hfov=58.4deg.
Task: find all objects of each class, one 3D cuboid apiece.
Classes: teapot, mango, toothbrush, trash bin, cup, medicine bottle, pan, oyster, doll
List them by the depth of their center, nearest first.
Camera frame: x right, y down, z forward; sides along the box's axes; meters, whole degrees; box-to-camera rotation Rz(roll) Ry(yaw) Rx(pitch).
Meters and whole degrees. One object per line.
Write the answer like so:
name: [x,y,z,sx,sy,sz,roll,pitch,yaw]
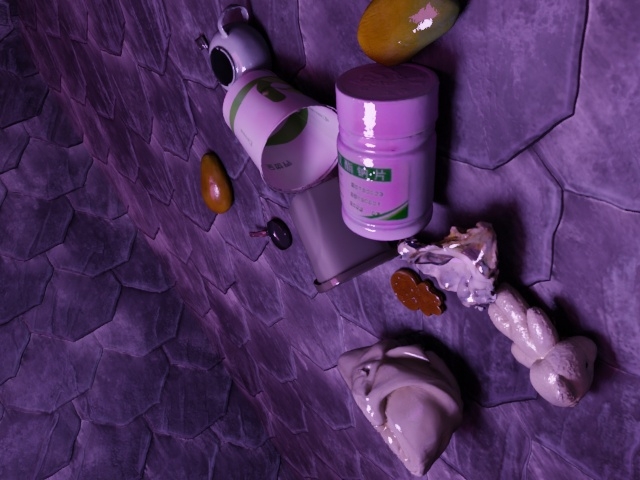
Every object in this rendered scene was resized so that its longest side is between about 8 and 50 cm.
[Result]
mango: [0.160,-0.422,1.091,0.237,0.091,0.137,-23,98,54]
doll: [0.460,0.205,1.191,0.175,0.149,0.278,30,-158,-55]
medicine bottle: [0.139,-0.184,1.208,0.212,0.212,0.326,32,141,38]
oyster: [0.289,0.043,1.256,0.237,0.115,0.351,33,161,6]
cup: [-0.106,-0.292,1.470,0.274,0.253,0.253,47,149,36]
trash bin: [0.045,-0.017,1.490,0.250,0.219,0.219,63,164,8]
teapot: [-0.224,-0.487,1.551,0.193,0.129,0.295,29,137,32]
toothbrush: [-0.309,-0.495,1.782,0.298,0.030,0.030,63,175,-9]
pan: [-0.172,-0.022,1.979,0.212,0.040,0.115,3,119,47]
mango: [-0.385,-0.207,2.088,0.136,0.099,0.228,13,118,55]

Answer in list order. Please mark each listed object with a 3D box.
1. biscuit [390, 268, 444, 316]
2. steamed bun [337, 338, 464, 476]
biscuit: [0.254,0.139,1.504,0.175,0.026,0.124,27,138,43]
steamed bun: [0.243,0.414,1.544,0.342,0.255,0.368,50,-177,-19]
